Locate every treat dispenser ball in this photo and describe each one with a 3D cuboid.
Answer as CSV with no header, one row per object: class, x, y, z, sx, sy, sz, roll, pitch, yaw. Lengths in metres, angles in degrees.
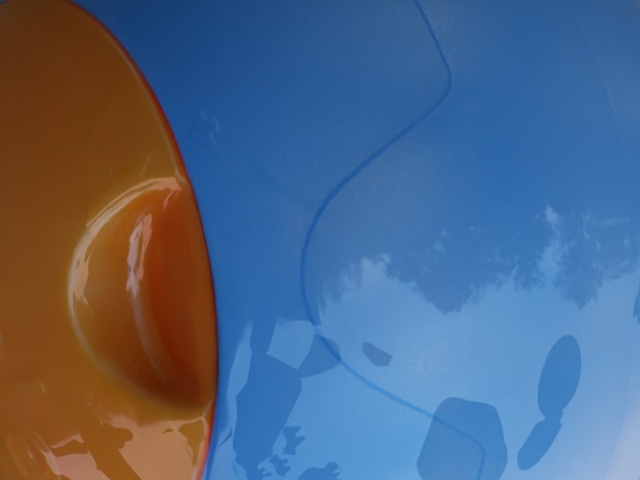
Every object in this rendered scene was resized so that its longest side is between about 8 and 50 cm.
treat dispenser ball,0.000,0.000,0.496,0.288,0.288,0.288,-19,172,-3
